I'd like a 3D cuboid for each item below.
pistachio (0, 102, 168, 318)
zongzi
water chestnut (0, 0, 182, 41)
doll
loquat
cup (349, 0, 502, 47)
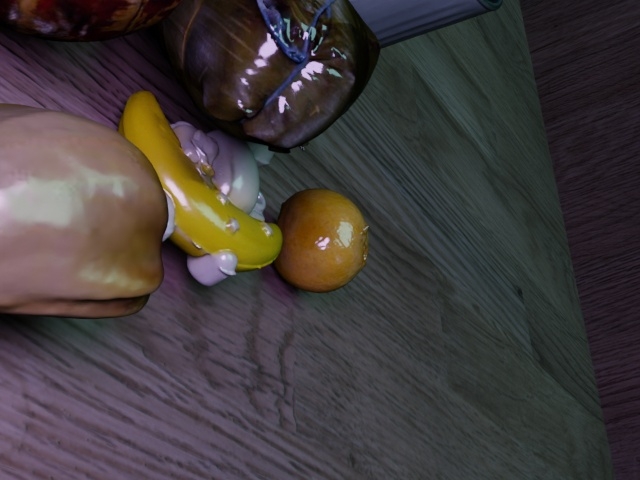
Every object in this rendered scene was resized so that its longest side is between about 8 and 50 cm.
[{"bbox_3d":[-0.251,-0.032,0.850,0.260,0.163,0.212,8,43,-48],"label":"pistachio"},{"bbox_3d":[-0.135,-0.277,1.106,0.432,0.208,0.403,42,11,-5],"label":"zongzi"},{"bbox_3d":[-0.250,-0.311,0.954,0.289,0.244,0.289,52,26,-39],"label":"water chestnut"},{"bbox_3d":[-0.130,-0.061,1.158,0.237,0.111,0.252,24,39,-37],"label":"doll"},{"bbox_3d":[0.000,0.000,1.344,0.141,0.141,0.141,44,35,-43],"label":"loquat"},{"bbox_3d":[0.010,-0.433,1.378,0.401,0.392,0.310,64,25,-13],"label":"cup"}]
